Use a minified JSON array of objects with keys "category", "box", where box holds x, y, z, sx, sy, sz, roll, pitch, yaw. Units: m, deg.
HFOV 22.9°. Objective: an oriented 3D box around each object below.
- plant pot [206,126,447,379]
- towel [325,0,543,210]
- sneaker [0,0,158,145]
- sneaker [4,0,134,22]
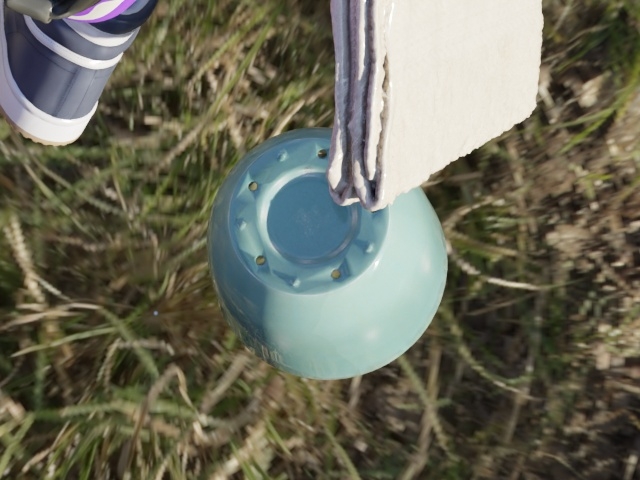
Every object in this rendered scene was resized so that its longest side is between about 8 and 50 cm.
[{"category":"plant pot","box":[0.000,0.000,1.838,0.293,0.235,0.293,-1,76,5]},{"category":"towel","box":[0.080,-0.140,1.030,0.049,0.282,0.187,12,112,27]},{"category":"sneaker","box":[-0.196,-0.224,1.178,0.099,0.153,0.282,5,51,-34]},{"category":"sneaker","box":[-0.123,-0.158,0.744,0.102,0.293,0.146,12,67,-7]}]
